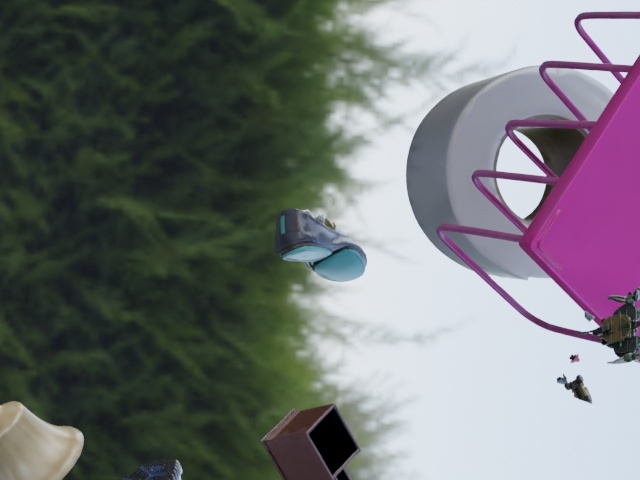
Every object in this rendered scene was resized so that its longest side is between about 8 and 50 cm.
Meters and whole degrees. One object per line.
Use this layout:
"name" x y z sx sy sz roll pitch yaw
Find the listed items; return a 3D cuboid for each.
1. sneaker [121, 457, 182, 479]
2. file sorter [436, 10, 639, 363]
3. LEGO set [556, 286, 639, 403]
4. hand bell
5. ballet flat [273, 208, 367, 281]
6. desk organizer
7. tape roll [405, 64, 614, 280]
"sneaker" -0.200 0.341 1.656 0.211 0.080 0.081 -77 149 -52
"file sorter" 0.284 -0.063 1.425 0.290 0.202 0.182 -56 -150 -13
"LEGO set" 0.188 0.068 0.923 0.083 0.023 0.054 -45 -133 19
"hand bell" -0.388 0.175 1.603 0.242 0.126 0.126 55 10 -24
"ballet flat" 0.000 0.000 1.746 0.203 0.074 0.074 23 68 -63
"desk organizer" 0.013 0.195 1.122 0.050 0.047 0.130 -18 -74 44
"tape roll" 0.239 -0.078 1.683 0.169 0.246 0.246 -173 -92 -78
